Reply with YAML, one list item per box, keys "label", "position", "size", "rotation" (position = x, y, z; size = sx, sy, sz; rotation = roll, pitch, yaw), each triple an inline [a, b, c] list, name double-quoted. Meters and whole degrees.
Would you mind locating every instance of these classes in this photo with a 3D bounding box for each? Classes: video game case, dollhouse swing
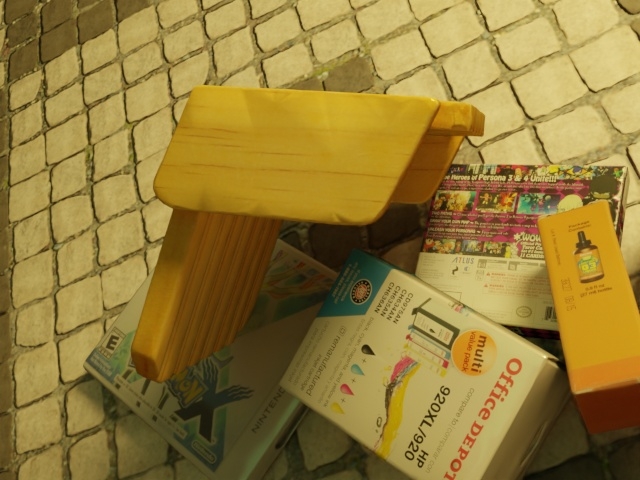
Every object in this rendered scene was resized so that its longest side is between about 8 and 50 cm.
- label: "video game case"
  position: [0.233, 0.008, 1.001]
  size: [0.232, 0.042, 0.210]
  rotation: [3, 67, 28]
- label: "dollhouse swing"
  position: [0.000, 0.000, 0.917]
  size: [0.315, 0.347, 0.305]
  rotation: [6, 96, 14]
- label: "video game case"
  position: [-0.128, 0.127, 1.122]
  size: [0.329, 0.036, 0.300]
  rotation: [29, 79, 35]

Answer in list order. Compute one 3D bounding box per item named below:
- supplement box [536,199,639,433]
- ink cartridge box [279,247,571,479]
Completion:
- label: "supplement box"
  position: [0.274, 0.068, 0.838]
  size: [0.078, 0.080, 0.234]
  rotation: [-16, 44, 19]
- label: "ink cartridge box"
  position: [0.117, 0.145, 0.882]
  size: [0.232, 0.168, 0.171]
  rotation: [30, 92, 31]
